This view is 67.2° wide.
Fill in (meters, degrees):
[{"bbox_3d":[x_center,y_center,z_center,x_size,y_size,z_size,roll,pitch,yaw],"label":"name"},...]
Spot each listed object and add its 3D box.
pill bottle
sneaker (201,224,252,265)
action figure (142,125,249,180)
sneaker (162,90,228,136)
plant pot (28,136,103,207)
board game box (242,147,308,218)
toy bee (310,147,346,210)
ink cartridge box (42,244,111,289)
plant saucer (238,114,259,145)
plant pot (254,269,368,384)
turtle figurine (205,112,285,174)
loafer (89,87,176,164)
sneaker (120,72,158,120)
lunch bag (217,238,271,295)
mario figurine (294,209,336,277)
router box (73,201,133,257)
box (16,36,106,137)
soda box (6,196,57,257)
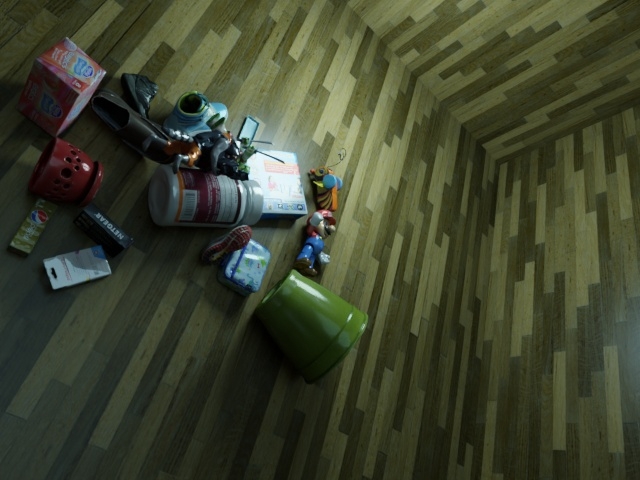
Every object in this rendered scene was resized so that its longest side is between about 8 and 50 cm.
[{"bbox_3d":[-0.429,-0.158,1.844,0.392,0.224,0.224,1,73,-41],"label":"pill bottle"},{"bbox_3d":[-0.371,0.004,1.879,0.225,0.092,0.088,-32,123,-17],"label":"sneaker"},{"bbox_3d":[-0.398,-0.317,1.701,0.330,0.341,0.179,-20,124,-48],"label":"action figure"},{"bbox_3d":[-0.470,-0.527,1.953,0.127,0.208,0.319,51,48,0],"label":"sneaker"},{"bbox_3d":[-0.815,-0.213,1.560,0.174,0.191,0.191,25,58,-40],"label":"plant pot"},{"bbox_3d":[-0.225,-0.250,2.150,0.308,0.086,0.302,0,74,-41],"label":"board game box"},{"bbox_3d":[0.026,-0.293,2.367,0.195,0.162,0.298,50,54,-58],"label":"toy bee"},{"bbox_3d":[-0.787,0.091,1.550,0.181,0.061,0.104,-18,86,-44],"label":"ink cartridge box"},{"bbox_3d":[-0.332,-0.482,2.193,0.067,0.018,0.192,32,56,-28],"label":"plant saucer"},{"bbox_3d":[-0.062,0.314,1.933,0.353,0.366,0.366,43,50,-5],"label":"plant pot"},{"bbox_3d":[-0.313,-0.401,1.937,0.266,0.274,0.198,52,28,-37],"label":"turtle figurine"},{"bbox_3d":[-0.688,-0.401,1.754,0.366,0.134,0.130,36,10,-16],"label":"loafer"},{"bbox_3d":[-0.677,-0.544,1.869,0.130,0.087,0.228,-15,79,-37],"label":"sneaker"},{"bbox_3d":[-0.308,0.100,1.947,0.176,0.090,0.219,36,52,-22],"label":"lunch bag"},{"bbox_3d":[0.000,0.000,2.182,0.170,0.198,0.321,22,63,-8],"label":"mario figurine"},{"bbox_3d":[-0.723,-0.031,1.603,0.179,0.133,0.046,48,50,-17],"label":"router box"},{"bbox_3d":[-0.841,-0.484,1.558,0.154,0.300,0.142,42,49,-23],"label":"box"},{"bbox_3d":[-0.899,-0.040,1.505,0.061,0.058,0.181,32,56,-28],"label":"soda box"}]
